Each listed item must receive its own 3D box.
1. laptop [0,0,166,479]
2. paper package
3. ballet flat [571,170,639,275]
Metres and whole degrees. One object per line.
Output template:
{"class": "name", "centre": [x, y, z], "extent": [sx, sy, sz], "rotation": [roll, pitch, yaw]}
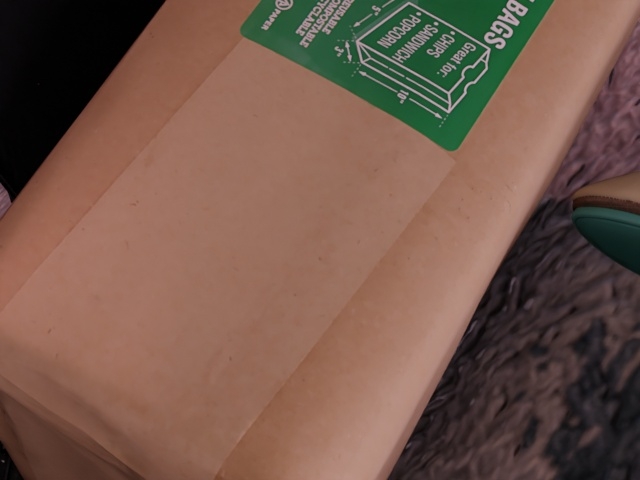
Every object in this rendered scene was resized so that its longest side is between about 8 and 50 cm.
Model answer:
{"class": "laptop", "centre": [-0.142, -0.129, 0.683], "extent": [0.382, 0.236, 0.408], "rotation": [-52, -11, -45]}
{"class": "paper package", "centre": [0.000, 0.000, 0.568], "extent": [0.325, 0.168, 0.309], "rotation": [-57, -8, -23]}
{"class": "ballet flat", "centre": [0.224, 0.006, 0.536], "extent": [0.086, 0.086, 0.248], "rotation": [-48, 41, -10]}
